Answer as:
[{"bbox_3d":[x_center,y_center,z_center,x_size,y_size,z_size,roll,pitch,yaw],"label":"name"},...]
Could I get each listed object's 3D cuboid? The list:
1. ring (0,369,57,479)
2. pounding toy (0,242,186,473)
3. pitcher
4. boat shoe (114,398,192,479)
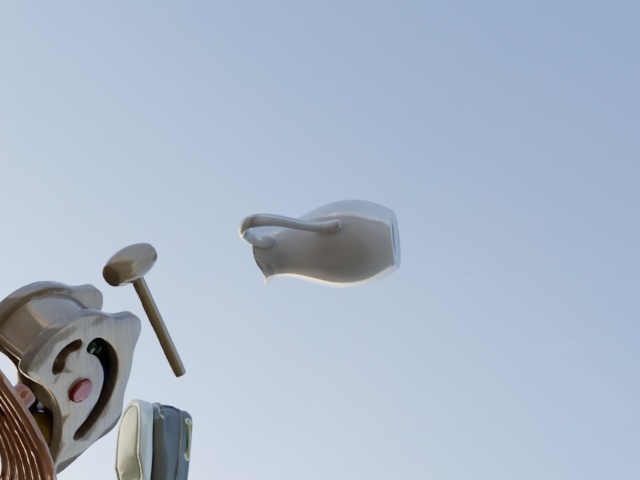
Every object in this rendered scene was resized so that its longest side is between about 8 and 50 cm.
[{"bbox_3d":[-0.364,0.134,0.750,0.336,0.032,0.337,19,-50,24],"label":"ring"},{"bbox_3d":[-0.249,0.137,0.862,0.154,0.154,0.270,30,-63,25],"label":"pounding toy"},{"bbox_3d":[0.000,0.000,1.146,0.207,0.178,0.126,-6,-111,12],"label":"pitcher"},{"bbox_3d":[-0.218,0.362,1.074,0.091,0.305,0.109,16,-30,-33],"label":"boat shoe"}]
